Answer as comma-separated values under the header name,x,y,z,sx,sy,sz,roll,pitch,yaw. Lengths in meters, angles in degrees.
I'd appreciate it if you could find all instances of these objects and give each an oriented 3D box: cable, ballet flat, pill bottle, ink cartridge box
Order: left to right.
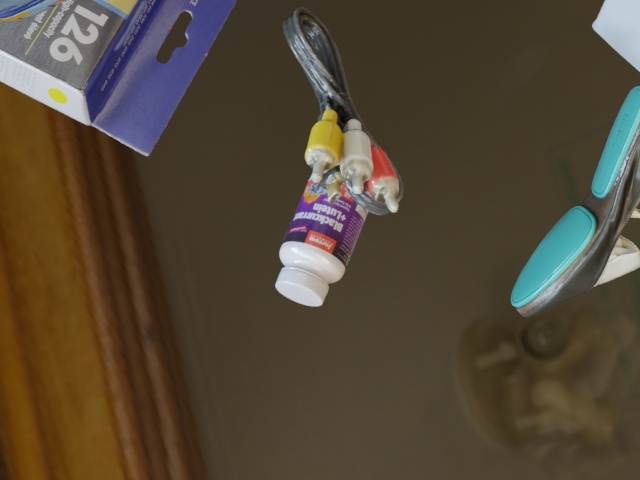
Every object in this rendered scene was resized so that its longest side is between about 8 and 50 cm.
name,x,y,z,sx,sy,sz,roll,pitch,yaw
ink cartridge box,-0.253,-0.286,1.542,0.307,0.072,0.304,26,-120,-3
pill bottle,0.000,0.000,2.246,0.108,0.108,0.193,36,-115,-33
cable,0.031,-0.138,1.513,0.139,0.072,0.287,24,-136,-31
ballet flat,0.307,-0.024,1.491,0.096,0.280,0.095,25,-162,-13

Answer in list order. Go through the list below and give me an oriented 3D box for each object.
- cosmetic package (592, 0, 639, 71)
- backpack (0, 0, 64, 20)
name,x,y,z,sx,sy,sz,roll,pitch,yaw
cosmetic package,0.293,-0.237,0.603,0.097,0.284,0.377,43,-99,11
backpack,-0.152,-0.188,0.712,0.117,0.158,0.173,17,-125,-59
